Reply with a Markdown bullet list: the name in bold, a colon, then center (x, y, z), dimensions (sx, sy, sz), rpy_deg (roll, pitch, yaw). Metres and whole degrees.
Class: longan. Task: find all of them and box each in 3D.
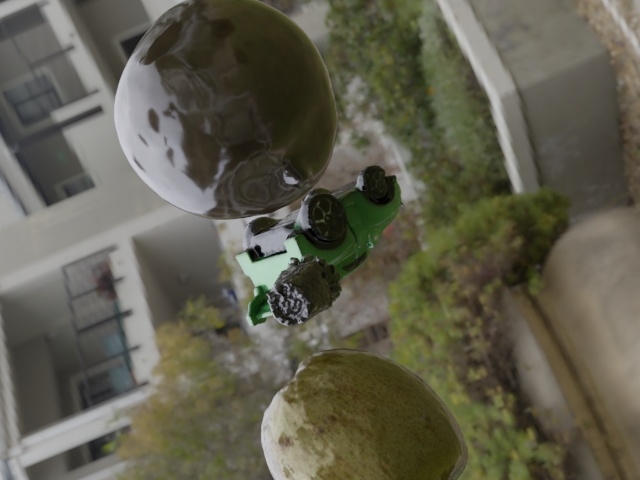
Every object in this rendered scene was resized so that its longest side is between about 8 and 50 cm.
- **longan**: center (-0.119, -0.165, 1.558), dimensions (0.297, 0.297, 0.297), rpy_deg (-23, -90, -87)

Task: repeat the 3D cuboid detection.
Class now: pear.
- **pear**: center (0.044, 0.218, 1.309), dimensions (0.211, 0.188, 0.228), rpy_deg (41, -174, 12)

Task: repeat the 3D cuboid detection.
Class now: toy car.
- **toy car**: center (0.000, 0.000, 2.203), dimensions (0.213, 0.359, 0.176), rpy_deg (-19, 99, 48)

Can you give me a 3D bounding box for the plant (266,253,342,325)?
- **plant**: center (-0.024, 0.072, 1.797), dimensions (0.094, 0.092, 0.143), rpy_deg (65, -156, -5)
